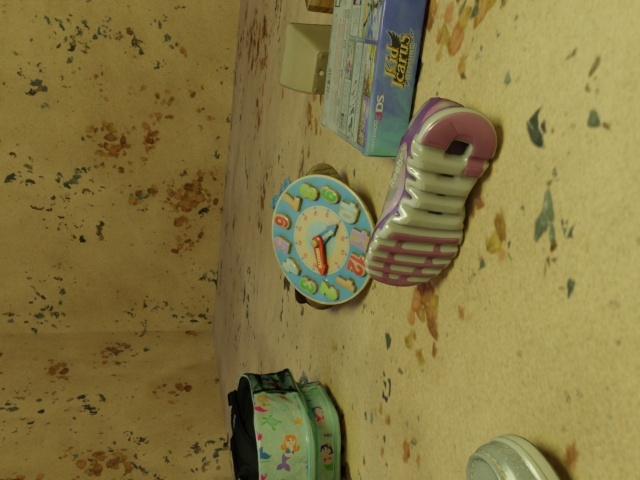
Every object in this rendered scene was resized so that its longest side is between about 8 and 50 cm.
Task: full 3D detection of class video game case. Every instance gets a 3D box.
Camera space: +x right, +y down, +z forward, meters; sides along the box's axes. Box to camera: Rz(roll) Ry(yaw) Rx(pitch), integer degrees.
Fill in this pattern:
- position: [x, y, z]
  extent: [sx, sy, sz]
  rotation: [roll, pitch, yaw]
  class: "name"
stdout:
- position: [0.070, -0.274, 0.906]
  extent: [0.244, 0.061, 0.270]
  rotation: [-123, 37, -66]
  class: "video game case"

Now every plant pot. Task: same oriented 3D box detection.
- position: [0.003, -0.299, 1.091]
  extent: [0.096, 0.109, 0.109]
  rotation: [53, 141, 47]
  class: "plant pot"

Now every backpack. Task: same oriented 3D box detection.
- position: [-0.064, 0.358, 1.099]
  extent: [0.253, 0.191, 0.225]
  rotation: [-131, 41, -78]
  class: "backpack"

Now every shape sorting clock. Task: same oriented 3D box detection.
- position: [0.000, 0.000, 1.002]
  extent: [0.206, 0.040, 0.206]
  rotation: [10, 107, 33]
  class: "shape sorting clock"

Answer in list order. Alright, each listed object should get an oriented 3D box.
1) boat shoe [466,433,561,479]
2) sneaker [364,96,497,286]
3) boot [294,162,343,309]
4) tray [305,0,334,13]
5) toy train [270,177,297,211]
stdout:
- position: [0.149, 0.318, 0.494]
  extent: [0.118, 0.103, 0.321]
  rotation: [143, 127, -71]
  class: "boat shoe"
- position: [0.112, -0.055, 0.704]
  extent: [0.105, 0.095, 0.236]
  rotation: [-98, 21, -52]
  class: "sneaker"
- position: [-0.018, -0.002, 1.149]
  extent: [0.207, 0.090, 0.249]
  rotation: [170, 97, -72]
  class: "boot"
- position: [0.005, -0.620, 1.152]
  extent: [0.203, 0.076, 0.411]
  rotation: [112, 153, -52]
  class: "tray"
- position: [-0.045, -0.060, 1.291]
  extent: [0.184, 0.080, 0.105]
  rotation: [138, 122, -66]
  class: "toy train"
